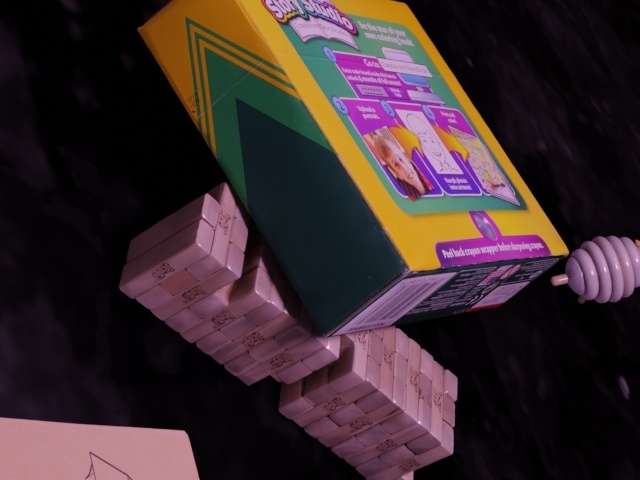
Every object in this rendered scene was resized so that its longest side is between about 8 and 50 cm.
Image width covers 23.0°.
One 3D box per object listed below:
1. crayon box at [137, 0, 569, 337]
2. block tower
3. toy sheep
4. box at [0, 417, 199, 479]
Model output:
[{"bbox_3d":[0.043,-0.082,1.422,0.313,0.106,0.363,58,25,15],"label":"crayon box"},{"bbox_3d":[-0.013,0.086,1.347,0.335,0.097,0.091,42,35,-29],"label":"block tower"},{"bbox_3d":[0.341,0.037,1.906,0.091,0.132,0.091,162,-90,-80],"label":"toy sheep"},{"bbox_3d":[-0.157,0.200,1.074,0.201,0.021,0.164,11,53,-41],"label":"box"}]
